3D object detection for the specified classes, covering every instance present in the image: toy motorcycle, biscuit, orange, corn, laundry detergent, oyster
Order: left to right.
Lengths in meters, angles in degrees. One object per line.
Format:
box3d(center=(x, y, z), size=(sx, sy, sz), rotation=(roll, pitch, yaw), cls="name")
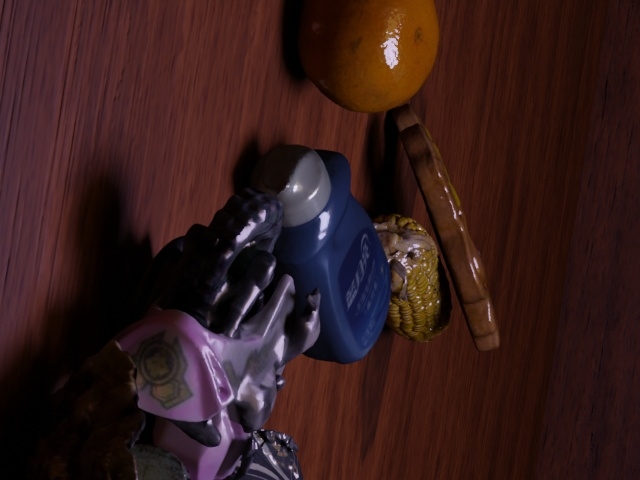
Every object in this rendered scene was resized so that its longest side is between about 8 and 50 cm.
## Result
box3d(center=(-0.174, 0.191, 1.136), size=(0.214, 0.083, 0.223), rotation=(-57, -150, 32), cls="oyster")
box3d(center=(-0.098, 0.107, 1.301), size=(0.188, 0.143, 0.327), rotation=(-57, 167, -37), cls="toy motorcycle")
box3d(center=(0.000, 0.000, 1.599), size=(0.290, 0.094, 0.143), rotation=(70, 38, -58), cls="laundry detergent")
box3d(center=(0.042, -0.199, 1.591), size=(0.156, 0.124, 0.156), rotation=(-12, 105, -54), cls="orange")
box3d(center=(0.104, 0.050, 1.940), size=(0.293, 0.106, 0.106), rotation=(53, 49, -67), cls="corn")
box3d(center=(0.151, -0.012, 1.928), size=(0.186, 0.044, 0.295), rotation=(-96, 166, -68), cls="biscuit")

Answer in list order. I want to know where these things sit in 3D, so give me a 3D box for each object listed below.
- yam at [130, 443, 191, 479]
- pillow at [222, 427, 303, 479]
box3d(center=(-0.132, 0.225, 1.282), size=(0.183, 0.107, 0.107), rotation=(68, 35, -62), cls="yam")
box3d(center=(-0.078, 0.337, 1.528), size=(0.161, 0.092, 0.335), rotation=(57, 43, -59), cls="pillow")
